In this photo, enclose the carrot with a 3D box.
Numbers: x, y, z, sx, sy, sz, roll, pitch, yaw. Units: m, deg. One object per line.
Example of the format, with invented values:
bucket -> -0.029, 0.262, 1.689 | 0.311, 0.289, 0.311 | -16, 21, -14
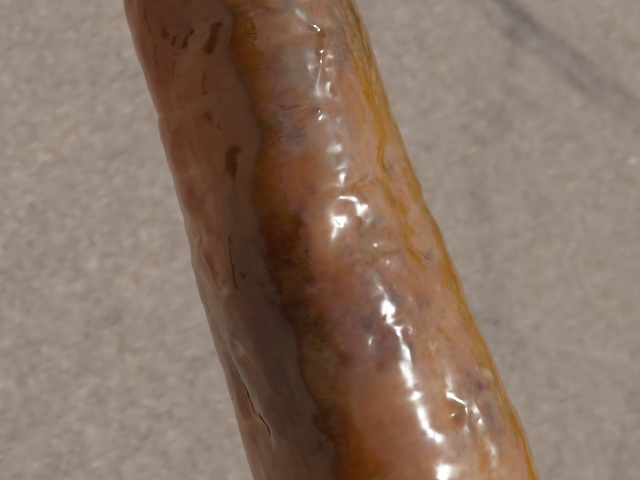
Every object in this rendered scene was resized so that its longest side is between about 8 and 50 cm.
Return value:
carrot -> 0.000, 0.000, 0.340 | 0.057, 0.057, 0.224 | -24, 97, -50
